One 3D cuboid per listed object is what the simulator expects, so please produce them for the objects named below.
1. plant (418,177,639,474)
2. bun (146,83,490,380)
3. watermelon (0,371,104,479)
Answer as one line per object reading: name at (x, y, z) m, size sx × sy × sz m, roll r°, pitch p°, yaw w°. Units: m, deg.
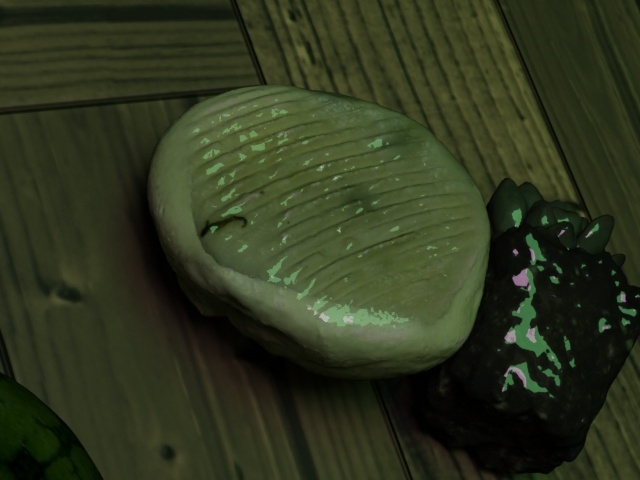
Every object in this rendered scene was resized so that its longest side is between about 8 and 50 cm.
plant at (0.147, 0.053, 1.046) m, size 0.129 × 0.132 × 0.194 m, roll 29°, pitch 59°, yaw -17°
bun at (0.000, 0.000, 0.998) m, size 0.210 × 0.116 × 0.237 m, roll -33°, pitch 70°, yaw -35°
watermelon at (-0.229, 0.173, 0.734) m, size 0.330 × 0.189 × 0.331 m, roll 17°, pitch 56°, yaw -27°
